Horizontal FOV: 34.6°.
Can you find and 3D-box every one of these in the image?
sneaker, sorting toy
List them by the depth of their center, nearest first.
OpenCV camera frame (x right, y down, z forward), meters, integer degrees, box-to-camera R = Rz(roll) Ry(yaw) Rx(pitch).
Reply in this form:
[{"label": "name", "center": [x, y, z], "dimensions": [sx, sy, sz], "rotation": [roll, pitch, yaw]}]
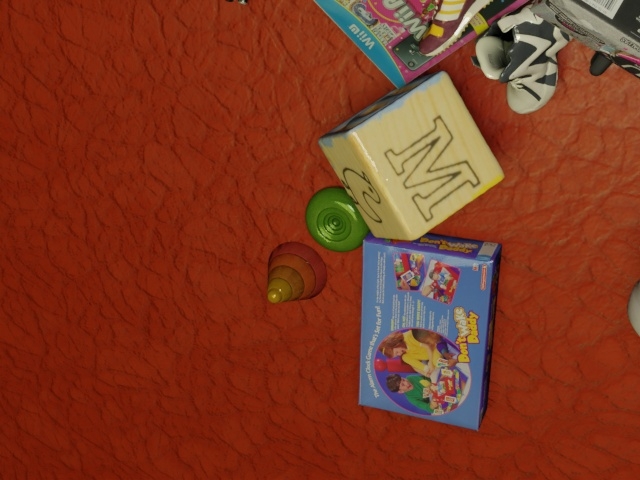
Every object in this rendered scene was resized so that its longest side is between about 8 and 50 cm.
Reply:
[{"label": "sneaker", "center": [0.188, -0.349, 1.478], "dimensions": [0.084, 0.069, 0.185], "rotation": [34, 124, -16]}, {"label": "sneaker", "center": [0.284, -0.265, 1.546], "dimensions": [0.235, 0.153, 0.094], "rotation": [110, 139, -62]}, {"label": "sorting toy", "center": [0.000, 0.000, 1.842], "dimensions": [0.127, 0.126, 0.365], "rotation": [40, 123, 1]}]

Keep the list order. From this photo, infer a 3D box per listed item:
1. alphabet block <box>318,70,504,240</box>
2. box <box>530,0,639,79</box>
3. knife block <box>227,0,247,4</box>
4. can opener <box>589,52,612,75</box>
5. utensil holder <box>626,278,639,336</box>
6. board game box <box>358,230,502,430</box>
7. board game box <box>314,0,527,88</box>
[{"label": "alphabet block", "center": [0.141, -0.132, 1.644], "dimensions": [0.193, 0.192, 0.197], "rotation": [-34, 99, -11]}, {"label": "box", "center": [0.441, -0.325, 1.399], "dimensions": [0.247, 0.142, 0.163], "rotation": [29, 91, -7]}, {"label": "knife block", "center": [-0.118, -0.522, 1.669], "dimensions": [0.276, 0.088, 0.242], "rotation": [-19, 106, 28]}, {"label": "can opener", "center": [0.464, -0.320, 1.536], "dimensions": [0.073, 0.059, 0.186], "rotation": [39, 122, 1]}, {"label": "utensil holder", "center": [0.649, -0.022, 1.451], "dimensions": [0.327, 0.327, 0.385], "rotation": [17, 116, 15]}, {"label": "board game box", "center": [0.193, 0.158, 1.862], "dimensions": [0.233, 0.078, 0.347], "rotation": [10, 117, 18]}, {"label": "board game box", "center": [0.165, -0.399, 1.551], "dimensions": [0.224, 0.097, 0.303], "rotation": [43, 132, -20]}]
